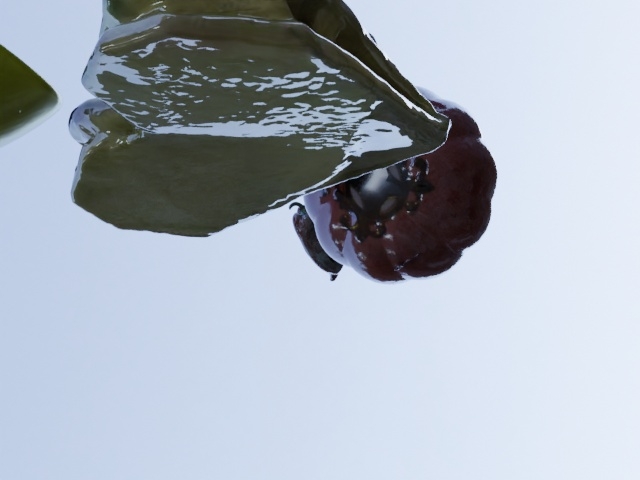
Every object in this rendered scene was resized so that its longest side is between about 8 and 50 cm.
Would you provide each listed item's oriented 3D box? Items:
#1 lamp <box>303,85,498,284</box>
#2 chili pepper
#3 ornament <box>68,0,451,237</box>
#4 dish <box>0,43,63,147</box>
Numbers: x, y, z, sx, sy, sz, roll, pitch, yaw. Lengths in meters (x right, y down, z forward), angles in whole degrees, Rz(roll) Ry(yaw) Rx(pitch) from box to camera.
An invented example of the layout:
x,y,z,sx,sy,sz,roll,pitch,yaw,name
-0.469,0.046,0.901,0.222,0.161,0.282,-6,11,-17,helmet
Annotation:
x,y,z,sx,sy,sz,roll,pitch,yaw,name
0.074,-0.049,1.092,0.182,0.182,0.140,-60,-26,9,lamp
0.000,0.000,1.588,0.050,0.041,0.153,-30,-55,-2,chili pepper
-0.022,-0.060,0.561,0.180,0.059,0.201,4,-20,-15,ornament
-0.333,-0.130,0.932,0.221,0.262,0.108,36,-100,-31,dish
